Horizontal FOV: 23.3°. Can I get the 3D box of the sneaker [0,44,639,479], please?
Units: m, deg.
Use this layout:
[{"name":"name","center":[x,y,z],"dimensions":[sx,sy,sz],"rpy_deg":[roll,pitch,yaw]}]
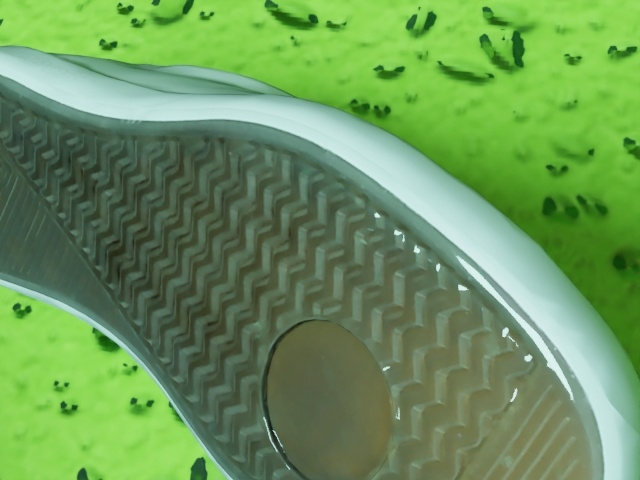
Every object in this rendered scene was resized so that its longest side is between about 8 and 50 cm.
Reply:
[{"name":"sneaker","center":[0.000,0.000,0.462],"dimensions":[0.290,0.123,0.106],"rpy_deg":[31,115,42]}]
